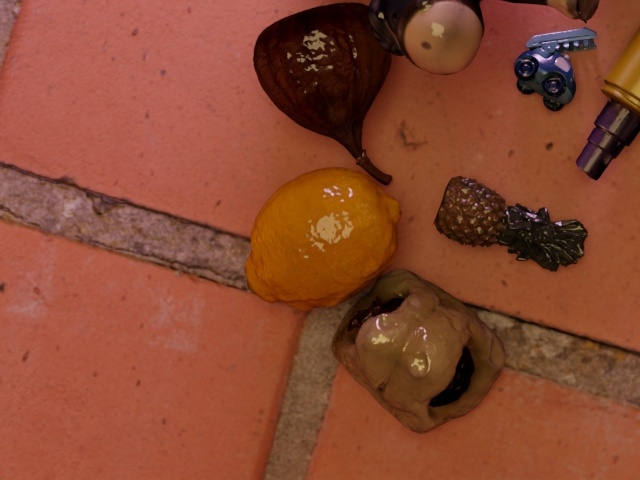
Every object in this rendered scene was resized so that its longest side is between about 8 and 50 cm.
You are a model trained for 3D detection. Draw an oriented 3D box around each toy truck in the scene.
[{"bbox_3d":[0.251,-0.189,1.789,0.073,0.056,0.090,35,82,17],"label":"toy truck"}]

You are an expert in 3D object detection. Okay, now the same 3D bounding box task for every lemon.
[{"bbox_3d":[0.000,0.000,1.783,0.187,0.142,0.142,-32,82,13],"label":"lemon"}]

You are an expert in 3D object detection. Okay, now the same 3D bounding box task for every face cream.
[{"bbox_3d":[0.351,-0.183,1.753,0.078,0.078,0.273,35,94,11],"label":"face cream"}]

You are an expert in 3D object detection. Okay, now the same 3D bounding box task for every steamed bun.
[{"bbox_3d":[0.094,0.115,1.750,0.172,0.155,0.141,38,94,10],"label":"steamed bun"}]

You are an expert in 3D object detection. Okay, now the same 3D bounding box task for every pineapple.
[{"bbox_3d":[0.202,-0.015,1.782,0.159,0.074,0.074,19,91,5],"label":"pineapple"}]

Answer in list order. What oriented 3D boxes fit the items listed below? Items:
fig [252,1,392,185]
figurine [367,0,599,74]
[{"bbox_3d":[0.012,-0.147,1.800,0.146,0.134,0.201,-11,95,24],"label":"fig"},{"bbox_3d":[0.116,-0.324,1.675,0.306,0.241,0.412,-48,50,13],"label":"figurine"}]
